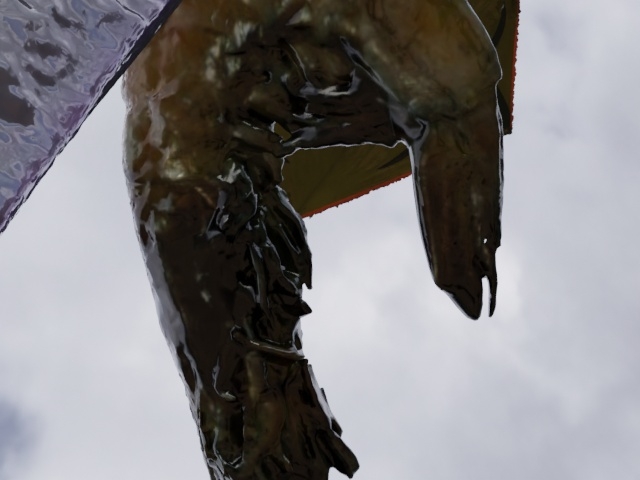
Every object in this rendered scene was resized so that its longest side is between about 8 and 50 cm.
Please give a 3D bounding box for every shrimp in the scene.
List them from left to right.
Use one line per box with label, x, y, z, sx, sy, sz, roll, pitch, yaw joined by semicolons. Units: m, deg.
shrimp;0.000;0.000;0.920;0.233;0.071;0.364;-10;-88;34

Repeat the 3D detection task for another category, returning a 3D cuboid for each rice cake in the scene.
rice cake;-0.069;-0.103;0.602;0.064;0.399;0.070;40;-51;-10

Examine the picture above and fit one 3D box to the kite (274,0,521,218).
kite;0.035;-0.126;1.259;0.327;0.013;0.377;19;-68;-43
